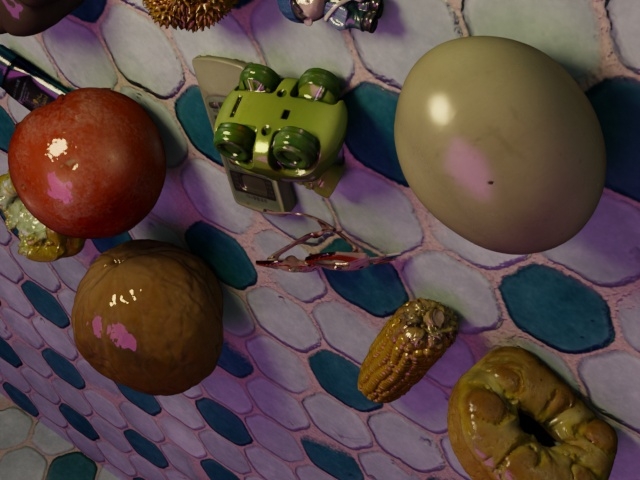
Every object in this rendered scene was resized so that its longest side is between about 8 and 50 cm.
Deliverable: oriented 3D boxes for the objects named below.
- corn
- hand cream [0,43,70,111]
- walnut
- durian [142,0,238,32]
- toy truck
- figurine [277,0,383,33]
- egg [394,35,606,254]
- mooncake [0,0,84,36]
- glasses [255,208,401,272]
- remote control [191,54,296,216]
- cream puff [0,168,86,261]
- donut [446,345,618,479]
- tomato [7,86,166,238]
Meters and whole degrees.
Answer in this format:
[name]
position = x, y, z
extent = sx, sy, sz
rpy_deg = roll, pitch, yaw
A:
[corn]
position = 0.135, 0.192, 1.479
extent = 0.115, 0.115, 0.318
rpy_deg = 37, 146, 7
[hand cream]
position = -0.507, -0.264, 1.670
extent = 0.270, 0.061, 0.120
rpy_deg = 35, 141, -3
[walnut]
position = -0.332, 0.156, 1.746
extent = 0.333, 0.333, 0.333
rpy_deg = 26, 142, 22
[durian]
position = -0.182, -0.358, 1.183
extent = 0.168, 0.137, 0.158
rpy_deg = -8, 103, 64
[toy truck]
position = -0.056, -0.147, 1.273
extent = 0.187, 0.148, 0.210
rpy_deg = 17, 159, 6
[figurine]
position = 0.012, -0.302, 1.114
extent = 0.136, 0.077, 0.079
rpy_deg = 21, 178, 4
[egg]
position = 0.203, -0.106, 0.998
extent = 0.219, 0.219, 0.269
rpy_deg = -15, 112, 51
[mooncake]
position = -0.501, -0.466, 1.354
extent = 0.306, 0.154, 0.306
rpy_deg = 24, 142, 20
[glasses]
position = 0.004, 0.007, 1.425
extent = 0.255, 0.095, 0.162
rpy_deg = -1, 168, 42
[remote control]
position = -0.123, -0.165, 1.405
extent = 0.123, 0.038, 0.285
rpy_deg = 16, 138, 33
[cream puff]
position = -0.551, -0.073, 1.822
extent = 0.195, 0.195, 0.221
rpy_deg = -23, 98, 53
[donut]
position = 0.309, 0.298, 1.338
extent = 0.261, 0.208, 0.128
rpy_deg = 44, 146, 6
[tomato]
position = -0.394, -0.122, 1.510
extent = 0.265, 0.265, 0.265
rpy_deg = 26, 142, 22
